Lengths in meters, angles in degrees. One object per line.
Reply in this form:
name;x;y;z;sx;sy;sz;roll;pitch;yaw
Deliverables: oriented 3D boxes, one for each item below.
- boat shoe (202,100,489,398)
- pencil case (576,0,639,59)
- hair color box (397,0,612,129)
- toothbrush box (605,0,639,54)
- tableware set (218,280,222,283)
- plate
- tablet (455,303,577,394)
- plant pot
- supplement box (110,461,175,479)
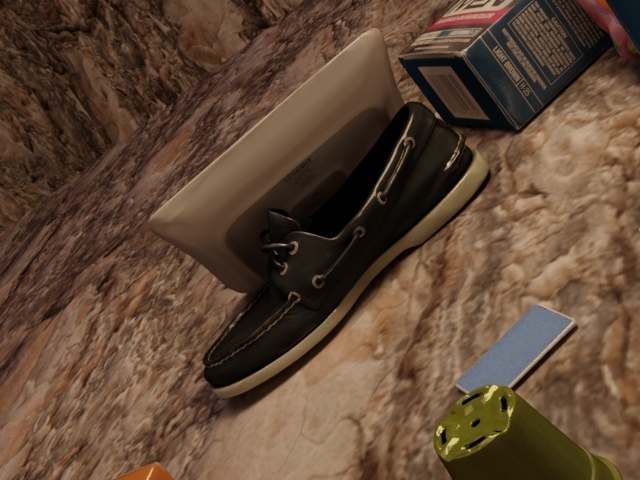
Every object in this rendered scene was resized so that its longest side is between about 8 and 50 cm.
boat shoe;0.001;0.000;0.946;0.340;0.113;0.127;-41;17;-1
pencil case;0.247;-0.303;0.918;0.124;0.284;0.124;-25;-22;-11
hair color box;0.262;-0.270;1.071;0.347;0.105;0.174;-43;19;-8
toothbrush box;0.332;-0.221;0.641;0.295;0.216;0.126;-29;22;33
tableware set;-0.069;-0.008;1.257;0.168;0.020;0.141;-44;18;-8
plate;-0.013;-0.055;1.023;0.277;0.045;0.278;-40;-21;0
tablet;0.131;0.077;0.684;0.083;0.006;0.054;-44;19;-7
plant pot;0.102;0.119;0.529;0.083;0.079;0.083;-35;20;15
supplement box;-0.161;0.271;0.704;0.080;0.078;0.233;-27;22;35
